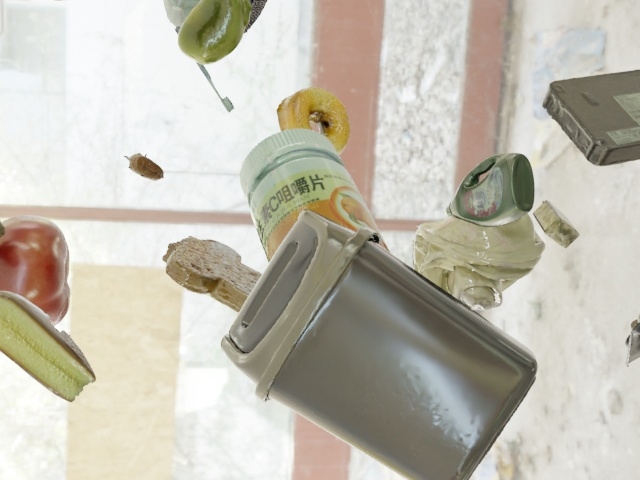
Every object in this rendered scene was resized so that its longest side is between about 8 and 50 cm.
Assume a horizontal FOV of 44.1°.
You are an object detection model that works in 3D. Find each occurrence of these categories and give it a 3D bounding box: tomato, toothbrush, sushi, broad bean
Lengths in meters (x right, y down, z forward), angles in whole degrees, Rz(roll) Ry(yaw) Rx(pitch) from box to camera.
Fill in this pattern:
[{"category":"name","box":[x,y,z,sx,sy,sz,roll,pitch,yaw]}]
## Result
[{"category":"tomato","box":[-0.738,0.078,1.950,0.298,0.227,0.298,178,90,-82]},{"category":"toothbrush","box":[-0.259,-0.382,1.765,0.219,0.019,0.016,57,-163,-7]},{"category":"sushi","box":[-0.449,-0.186,2.017,0.061,0.118,0.060,-52,31,-14]},{"category":"broad bean","box":[-0.213,-0.443,1.621,0.174,0.125,0.082,-63,-11,5]}]

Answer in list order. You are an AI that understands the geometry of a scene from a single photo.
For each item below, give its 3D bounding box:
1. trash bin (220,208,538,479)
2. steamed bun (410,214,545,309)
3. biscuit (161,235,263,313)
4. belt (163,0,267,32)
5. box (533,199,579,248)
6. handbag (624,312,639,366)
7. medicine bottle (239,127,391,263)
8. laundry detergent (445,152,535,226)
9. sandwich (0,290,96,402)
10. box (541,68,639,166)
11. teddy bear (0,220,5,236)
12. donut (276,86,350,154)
[{"category":"trash bin","box":[0.058,0.114,0.827,0.209,0.290,0.182,-58,-10,1]},{"category":"steamed bun","box":[0.357,0.052,1.756,0.268,0.280,0.207,27,-129,-57]},{"category":"biscuit","box":[-0.164,0.119,1.760,0.076,0.394,0.368,-61,1,8]},{"category":"belt","box":[-0.241,-0.605,1.856,0.122,0.260,0.324,52,135,27]},{"category":"box","box":[0.453,-0.032,1.523,0.045,0.062,0.098,-50,19,18]},{"category":"handbag","box":[0.672,0.095,1.456,0.325,0.118,0.269,-51,-24,-12]},{"category":"medicine bottle","box":[0.000,0.000,1.085,0.158,0.158,0.318,100,154,-44]},{"category":"laundry detergent","box":[0.317,-0.090,1.520,0.211,0.063,0.137,-19,69,59]},{"category":"sandwich","box":[-0.504,0.178,1.390,0.090,0.244,0.088,-45,17,-6]},{"category":"box","box":[0.641,-0.258,1.602,0.058,0.350,0.211,106,145,-49]},{"category":"teddy bear","box":[-0.796,-0.029,1.742,0.251,0.182,0.129,62,146,25]},{"category":"donut","box":[-0.009,-0.265,1.782,0.075,0.174,0.190,-39,39,51]}]
